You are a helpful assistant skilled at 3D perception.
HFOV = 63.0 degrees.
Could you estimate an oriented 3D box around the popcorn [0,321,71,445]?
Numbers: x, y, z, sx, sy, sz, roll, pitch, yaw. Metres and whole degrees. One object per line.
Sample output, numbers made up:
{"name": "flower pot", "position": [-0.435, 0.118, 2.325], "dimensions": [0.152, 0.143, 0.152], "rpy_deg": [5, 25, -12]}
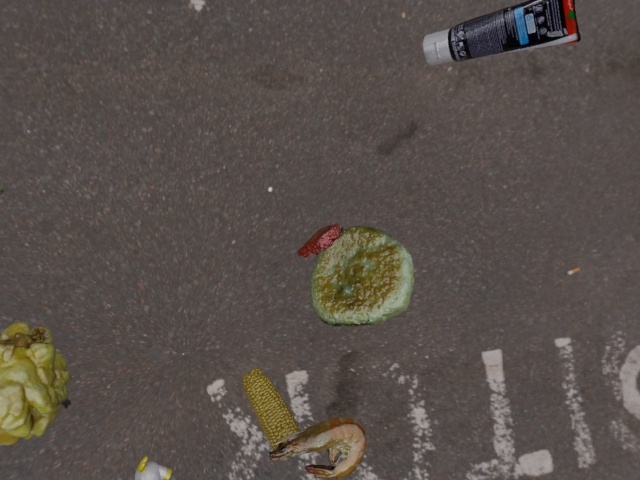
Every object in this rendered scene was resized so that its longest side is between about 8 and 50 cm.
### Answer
{"name": "popcorn", "position": [-0.717, 0.334, 1.236], "dimensions": [0.215, 0.286, 0.252], "rpy_deg": [-17, 113, -8]}

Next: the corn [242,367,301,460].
{"name": "corn", "position": [-0.131, 0.468, 1.421], "dimensions": [0.091, 0.091, 0.260], "rpy_deg": [-37, 66, 4]}

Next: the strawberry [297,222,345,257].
{"name": "strawberry", "position": [-0.002, -0.003, 1.363], "dimensions": [0.152, 0.104, 0.048], "rpy_deg": [-27, 103, 21]}

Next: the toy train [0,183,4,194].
{"name": "toy train", "position": [-0.847, -0.165, 1.300], "dimensions": [0.071, 0.038, 0.148], "rpy_deg": [-35, 82, 17]}

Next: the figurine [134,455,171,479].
{"name": "figurine", "position": [-0.447, 0.661, 1.352], "dimensions": [0.109, 0.130, 0.178], "rpy_deg": [-16, 44, -1]}

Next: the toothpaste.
{"name": "toothpaste", "position": [0.234, -0.270, 0.687], "dimensions": [0.071, 0.193, 0.045], "rpy_deg": [60, 42, -32]}

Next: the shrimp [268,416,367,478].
{"name": "shrimp", "position": [-0.002, 0.508, 1.268], "dimensions": [0.248, 0.068, 0.150], "rpy_deg": [1, 86, -13]}

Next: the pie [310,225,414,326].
{"name": "pie", "position": [0.113, 0.102, 1.501], "dimensions": [0.323, 0.070, 0.323], "rpy_deg": [-7, 70, 19]}
